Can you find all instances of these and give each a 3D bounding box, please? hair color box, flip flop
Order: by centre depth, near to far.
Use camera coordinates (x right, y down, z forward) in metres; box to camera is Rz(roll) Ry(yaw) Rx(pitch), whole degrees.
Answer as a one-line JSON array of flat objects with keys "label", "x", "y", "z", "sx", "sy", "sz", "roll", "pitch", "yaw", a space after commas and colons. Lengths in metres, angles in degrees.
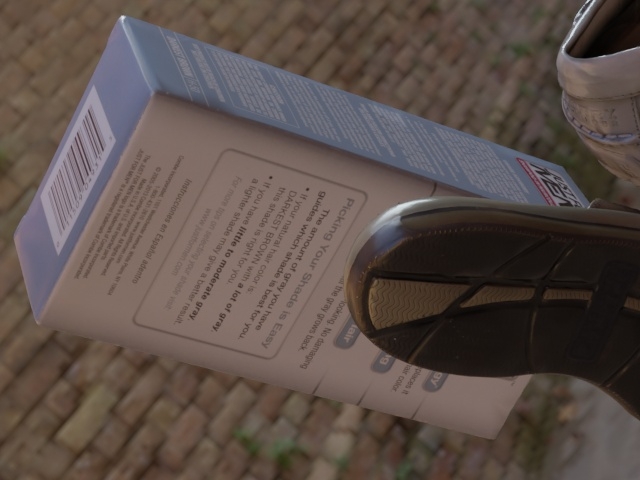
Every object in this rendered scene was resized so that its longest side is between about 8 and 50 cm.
[{"label": "flip flop", "x": 0.132, "y": 0.025, "z": 0.846, "sx": 0.112, "sy": 0.277, "sz": 0.080, "roll": -67, "pitch": 27, "yaw": 26}, {"label": "hair color box", "x": 0.000, "y": 0.000, "z": 1.229, "sx": 0.185, "sy": 0.374, "sz": 0.113, "roll": -60, "pitch": 30, "yaw": 23}]

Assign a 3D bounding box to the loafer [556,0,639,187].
[{"label": "loafer", "x": 0.245, "y": -0.162, "z": 0.877, "sx": 0.319, "sy": 0.111, "sz": 0.112, "roll": -47, "pitch": 46, "yaw": -6}]
